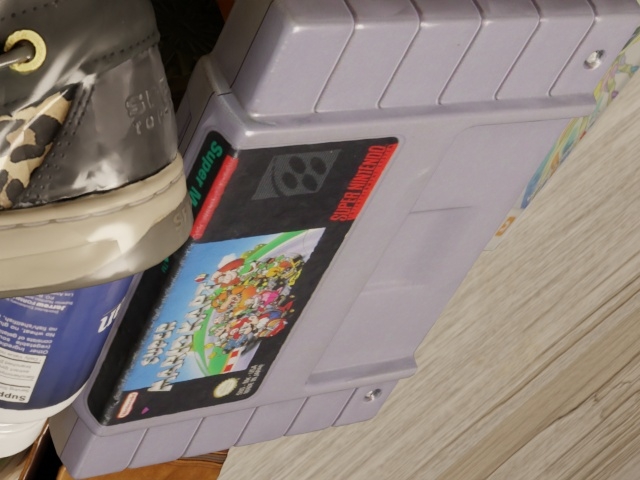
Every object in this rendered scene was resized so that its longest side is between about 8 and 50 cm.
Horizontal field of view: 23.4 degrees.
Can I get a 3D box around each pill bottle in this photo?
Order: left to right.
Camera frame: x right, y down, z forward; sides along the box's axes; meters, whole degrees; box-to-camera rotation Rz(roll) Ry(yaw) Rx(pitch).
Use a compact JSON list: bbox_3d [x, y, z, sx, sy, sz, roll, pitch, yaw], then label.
[{"bbox_3d":[-0.150,0.031,0.771,0.094,0.094,0.169,-17,147,-41],"label":"pill bottle"}]

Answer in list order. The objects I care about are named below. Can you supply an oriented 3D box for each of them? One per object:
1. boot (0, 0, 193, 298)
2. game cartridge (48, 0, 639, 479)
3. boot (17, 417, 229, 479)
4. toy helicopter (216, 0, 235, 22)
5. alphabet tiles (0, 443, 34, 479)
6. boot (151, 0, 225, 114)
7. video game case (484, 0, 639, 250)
[{"bbox_3d":[-0.240,-0.117,0.578,0.377,0.138,0.284,-1,111,-3],"label":"boot"},{"bbox_3d":[0.000,0.000,0.837,0.230,0.068,0.355,-12,145,-37],"label":"game cartridge"},{"bbox_3d":[-0.142,0.186,1.083,0.264,0.096,0.280,-53,169,11],"label":"boot"},{"bbox_3d":[-0.030,-0.171,0.785,0.355,0.140,0.235,18,86,-41],"label":"toy helicopter"},{"bbox_3d":[-0.198,0.123,0.986,0.278,0.021,0.284,-47,171,14],"label":"alphabet tiles"},{"bbox_3d":[-0.143,-0.021,0.921,0.236,0.089,0.269,-14,144,-50],"label":"boot"},{"bbox_3d":[0.163,-0.126,1.042,0.329,0.036,0.300,-53,161,14],"label":"video game case"}]
